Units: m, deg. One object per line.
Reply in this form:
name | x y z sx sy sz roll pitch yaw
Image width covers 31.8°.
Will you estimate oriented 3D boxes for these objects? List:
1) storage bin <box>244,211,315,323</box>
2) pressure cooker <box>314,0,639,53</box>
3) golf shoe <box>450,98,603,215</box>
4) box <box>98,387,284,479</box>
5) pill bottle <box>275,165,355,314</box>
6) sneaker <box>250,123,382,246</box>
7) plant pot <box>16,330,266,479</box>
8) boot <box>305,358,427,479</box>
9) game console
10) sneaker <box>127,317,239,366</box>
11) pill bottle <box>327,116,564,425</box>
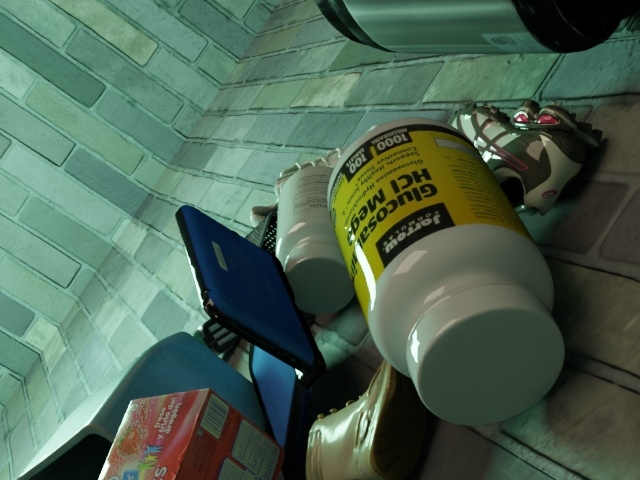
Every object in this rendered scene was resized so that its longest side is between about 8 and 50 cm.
storage bin | -0.069 0.060 1.738 0.084 0.122 0.180 -41 23 37
pressure cooker | 0.162 -0.413 1.394 0.420 0.370 0.375 7 49 40
golf shoe | 0.214 -0.096 1.334 0.120 0.105 0.273 -64 18 -6
box | -0.173 0.337 1.275 0.142 0.154 0.300 -14 45 39
pill bottle | 0.000 0.000 1.649 0.131 0.131 0.229 -46 23 26
sneaker | 0.002 -0.082 1.801 0.297 0.129 0.111 -45 18 24
plant pot | -0.220 0.276 1.568 0.247 0.248 0.252 -38 18 43
boot | 0.062 0.183 1.261 0.165 0.077 0.213 -35 27 53
game console | -0.110 0.128 1.451 0.173 0.250 0.293 -51 28 12
sneaker | -0.241 0.208 1.917 0.224 0.083 0.098 -27 -5 -23
pill bottle | 0.125 0.026 1.152 0.188 0.188 0.334 -49 30 19
